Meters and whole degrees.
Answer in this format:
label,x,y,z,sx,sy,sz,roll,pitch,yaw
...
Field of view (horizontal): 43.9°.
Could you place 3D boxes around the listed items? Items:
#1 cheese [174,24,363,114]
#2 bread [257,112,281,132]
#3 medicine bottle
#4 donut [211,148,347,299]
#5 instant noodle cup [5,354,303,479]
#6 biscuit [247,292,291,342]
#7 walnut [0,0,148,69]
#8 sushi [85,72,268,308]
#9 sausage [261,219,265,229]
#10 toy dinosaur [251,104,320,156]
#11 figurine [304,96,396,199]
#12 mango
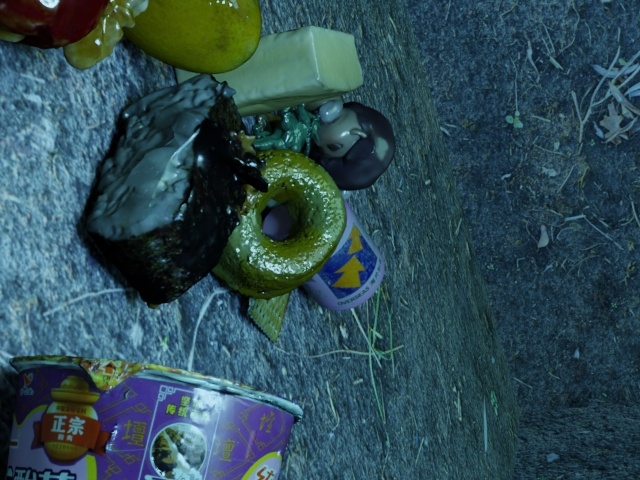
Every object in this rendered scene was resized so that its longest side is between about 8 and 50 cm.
label,x,y,z,sx,sy,sz,roll,pitch,yaw
cheese,-0.086,-0.297,1.430,0.242,0.265,0.124,-15,95,-67
bread,-0.090,-0.211,1.656,0.136,0.054,0.154,55,32,-34
medicine bottle,0.000,0.000,1.601,0.290,0.178,0.178,53,33,-47
donut,-0.072,-0.036,1.359,0.272,0.107,0.272,4,82,-25
instant noodle cup,-0.202,0.286,0.854,0.340,0.340,0.266,41,53,-55
biscuit,-0.096,0.098,1.467,0.203,0.016,0.144,60,40,-60
walnut,-0.315,-0.351,0.938,0.222,0.244,0.269,177,-74,-71
sushi,-0.186,-0.080,1.150,0.207,0.234,0.348,59,33,-41
sausage,-0.133,-0.037,1.457,0.062,0.062,0.154,56,32,-43
toy dinosaur,-0.081,-0.218,1.552,0.292,0.079,0.120,-13,110,-54
figurine,0.024,-0.250,1.766,0.365,0.218,0.206,36,64,-43
mango,-0.223,-0.419,1.162,0.378,0.264,0.221,62,25,-17
